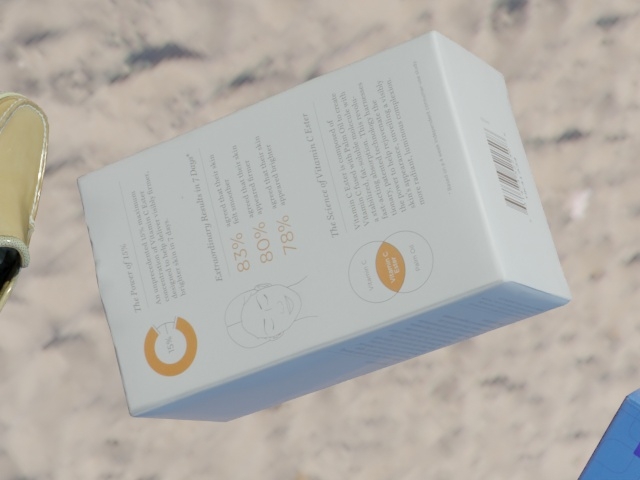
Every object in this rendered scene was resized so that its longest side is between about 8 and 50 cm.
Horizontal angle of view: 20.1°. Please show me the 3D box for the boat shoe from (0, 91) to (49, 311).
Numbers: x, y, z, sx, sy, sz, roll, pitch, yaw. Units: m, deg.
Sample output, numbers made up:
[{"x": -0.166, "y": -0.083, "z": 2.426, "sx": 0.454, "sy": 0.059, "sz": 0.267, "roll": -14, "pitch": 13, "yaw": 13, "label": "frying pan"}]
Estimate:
[{"x": -0.192, "y": 0.001, "z": 1.049, "sx": 0.068, "sy": 0.072, "sz": 0.190, "roll": 29, "pitch": 71, "yaw": -40, "label": "boat shoe"}]

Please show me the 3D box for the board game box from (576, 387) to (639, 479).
[{"x": 0.145, "y": 0.129, "z": 0.811, "sx": 0.160, "sy": 0.047, "sz": 0.210, "roll": -63, "pitch": 160, "yaw": 16, "label": "board game box"}]

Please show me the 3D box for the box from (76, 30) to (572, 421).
[{"x": 0.000, "y": 0.000, "z": 1.509, "sx": 0.345, "sy": 0.215, "sz": 0.168, "roll": -20, "pitch": 164, "yaw": 22, "label": "box"}]
